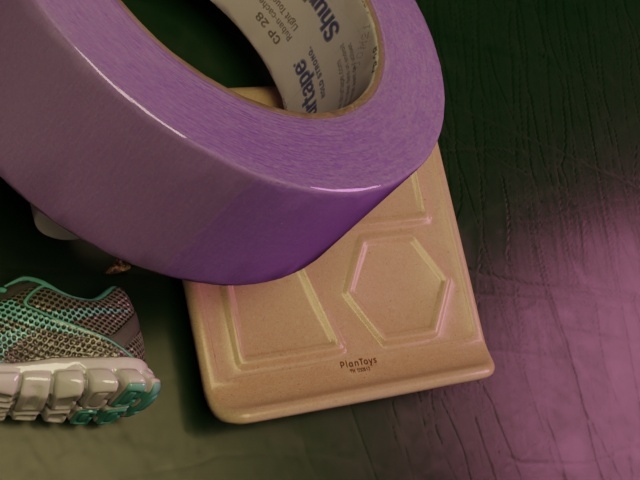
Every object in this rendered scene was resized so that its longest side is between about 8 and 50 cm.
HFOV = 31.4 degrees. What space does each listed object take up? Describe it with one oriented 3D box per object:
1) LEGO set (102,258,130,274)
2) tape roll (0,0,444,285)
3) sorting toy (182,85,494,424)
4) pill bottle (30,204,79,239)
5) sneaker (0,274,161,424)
[{"bbox_3d":[-0.124,-0.022,0.649,0.083,0.023,0.054,47,61,-7],"label":"LEGO set"},{"bbox_3d":[-0.066,-0.115,0.599,0.274,0.090,0.275,25,44,-27],"label":"tape roll"},{"bbox_3d":[0.000,0.000,0.702,0.193,0.038,0.208,-6,73,-28],"label":"sorting toy"},{"bbox_3d":[-0.139,-0.064,0.612,0.067,0.067,0.120,-4,59,-27],"label":"pill bottle"},{"bbox_3d":[-0.168,0.053,0.594,0.166,0.065,0.076,7,56,-28],"label":"sneaker"}]
